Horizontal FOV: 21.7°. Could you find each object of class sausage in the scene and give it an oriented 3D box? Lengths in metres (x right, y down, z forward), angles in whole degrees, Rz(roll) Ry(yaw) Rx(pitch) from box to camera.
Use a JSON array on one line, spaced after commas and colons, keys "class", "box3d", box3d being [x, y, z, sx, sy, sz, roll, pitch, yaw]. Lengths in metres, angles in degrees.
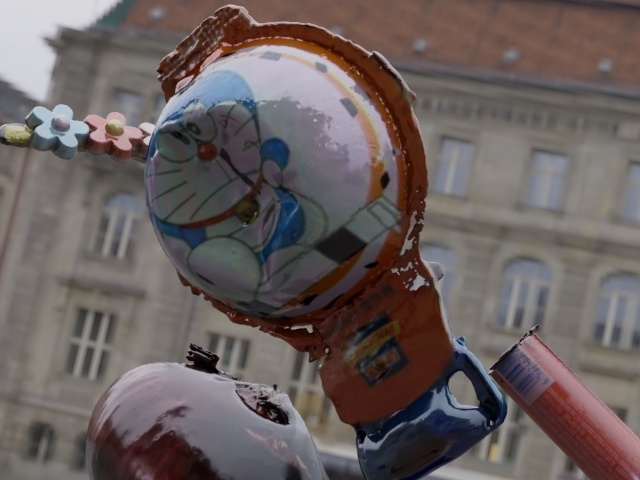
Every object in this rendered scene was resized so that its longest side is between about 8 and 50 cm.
[{"class": "sausage", "box3d": [0.172, 0.120, 1.070, 0.145, 0.048, 0.050, 45, 36, 14]}]

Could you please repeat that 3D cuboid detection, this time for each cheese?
[{"class": "cheese", "box3d": [0.000, 0.000, 1.077, 0.217, 0.329, 0.129, -35, -11, 29]}]

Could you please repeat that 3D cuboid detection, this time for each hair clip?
[{"class": "hair clip", "box3d": [-0.178, -0.089, 1.491, 0.214, 0.062, 0.056, 11, -51, -30]}]

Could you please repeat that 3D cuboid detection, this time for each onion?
[{"class": "onion", "box3d": [-0.123, 0.258, 1.614, 0.273, 0.285, 0.273, 35, -10, 7]}]
